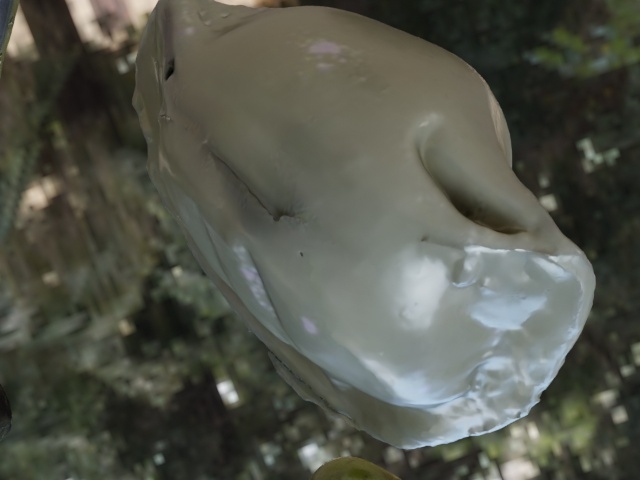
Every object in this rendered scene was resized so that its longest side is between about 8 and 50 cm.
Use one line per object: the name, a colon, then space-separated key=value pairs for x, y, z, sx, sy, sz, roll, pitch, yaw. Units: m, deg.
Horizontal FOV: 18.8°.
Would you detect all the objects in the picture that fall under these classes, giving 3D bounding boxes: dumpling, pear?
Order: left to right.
dumpling: x=0.000 y=0.000 z=1.321 sx=0.395 sy=0.315 sz=0.233 roll=34 pitch=-137 yaw=25
pear: x=0.030 y=0.219 z=1.585 sx=0.097 sy=0.092 sz=0.092 roll=-15 pitch=-165 yaw=4

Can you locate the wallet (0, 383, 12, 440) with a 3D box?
wallet: x=-0.175 y=0.023 z=0.408 sx=0.044 sy=0.170 sz=0.321 roll=-63 pitch=178 yaw=3

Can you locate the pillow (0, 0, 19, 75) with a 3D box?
pillow: x=-0.211 y=-0.166 z=0.807 sx=0.212 sy=0.208 sz=0.052 roll=19 pitch=-167 yaw=2
